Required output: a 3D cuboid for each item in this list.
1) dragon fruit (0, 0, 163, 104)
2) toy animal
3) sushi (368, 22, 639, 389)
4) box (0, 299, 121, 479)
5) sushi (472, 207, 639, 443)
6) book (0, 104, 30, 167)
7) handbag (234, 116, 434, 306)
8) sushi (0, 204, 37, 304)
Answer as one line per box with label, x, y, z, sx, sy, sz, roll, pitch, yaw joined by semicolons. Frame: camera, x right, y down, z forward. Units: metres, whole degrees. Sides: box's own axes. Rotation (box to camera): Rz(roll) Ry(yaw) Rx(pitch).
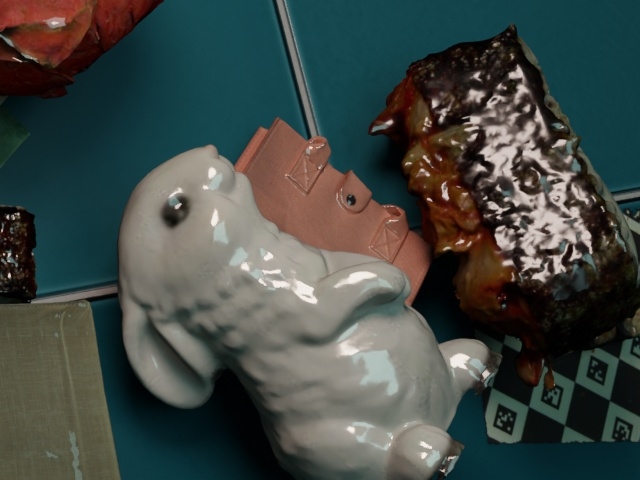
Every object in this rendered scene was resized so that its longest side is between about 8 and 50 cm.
dragon fruit;-0.260;-0.270;1.342;0.295;0.296;0.301;-45;104;-33
toy animal;-0.034;0.087;1.429;0.357;0.258;0.194;35;34;-4
sushi;0.191;-0.027;1.595;0.343;0.182;0.196;68;12;21
box;-0.253;0.178;1.285;0.155;0.149;0.231;-2;71;-34
sushi;0.290;0.083;1.726;0.290;0.050;0.264;1;76;-32
book;-0.305;-0.098;1.383;0.103;0.017;0.135;46;26;-12
handbag;0.000;0.000;1.562;0.212;0.059;0.157;40;60;-16
sushi;-0.266;0.015;1.300;0.098;0.094;0.084;5;75;-41
